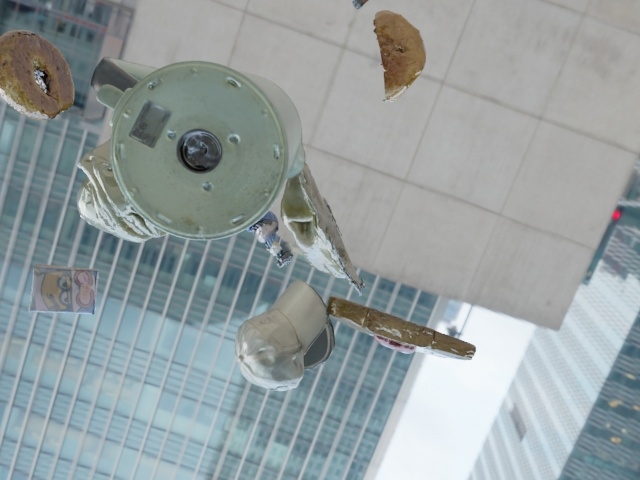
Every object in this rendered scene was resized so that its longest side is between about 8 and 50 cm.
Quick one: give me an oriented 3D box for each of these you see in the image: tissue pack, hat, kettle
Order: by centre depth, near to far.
[{"bbox_3d":[-0.203,-0.184,1.240,0.361,0.250,0.376,26,-167,-1],"label":"kettle"},{"bbox_3d":[-0.096,0.225,1.844,0.232,0.275,0.161,38,-176,37],"label":"hat"},{"bbox_3d":[-0.633,0.123,1.894,0.155,0.115,0.065,5,-178,-14],"label":"tissue pack"}]

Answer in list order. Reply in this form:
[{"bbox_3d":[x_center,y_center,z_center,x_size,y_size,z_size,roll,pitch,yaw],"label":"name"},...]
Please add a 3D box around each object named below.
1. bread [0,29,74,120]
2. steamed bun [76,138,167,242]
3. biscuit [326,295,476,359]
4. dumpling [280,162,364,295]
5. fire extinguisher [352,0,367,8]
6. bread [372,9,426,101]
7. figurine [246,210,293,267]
[{"bbox_3d":[-0.552,-0.315,1.463,0.064,0.193,0.193,-18,177,25],"label":"bread"},{"bbox_3d":[-0.434,-0.121,1.936,0.324,0.309,0.219,-15,-131,-29],"label":"steamed bun"},{"bbox_3d":[0.186,0.233,1.930,0.369,0.076,0.394,18,175,3],"label":"biscuit"},{"bbox_3d":[-0.003,0.000,1.485,0.332,0.086,0.166,60,-165,-24],"label":"dumpling"},{"bbox_3d":[0.101,-0.503,1.560,0.028,0.083,0.022,37,159,22],"label":"fire extinguisher"},{"bbox_3d":[0.230,-0.517,2.138,0.134,0.260,0.129,-5,180,17],"label":"bread"},{"bbox_3d":[-0.121,-0.010,1.884,0.087,0.086,0.149,-31,-107,-26],"label":"figurine"}]
